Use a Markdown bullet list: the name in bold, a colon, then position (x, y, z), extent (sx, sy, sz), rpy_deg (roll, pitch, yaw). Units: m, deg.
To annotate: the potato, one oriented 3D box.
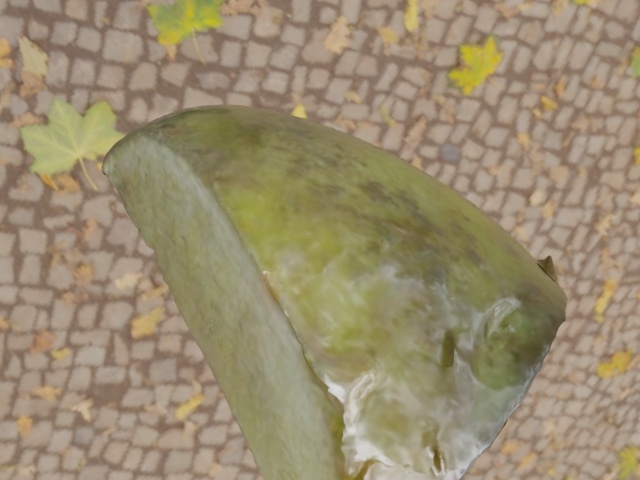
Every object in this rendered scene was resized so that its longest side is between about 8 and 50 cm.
- **potato**: position (-0.006, 0.008, 0.564), extent (0.112, 0.255, 0.269), rpy_deg (-53, 176, 39)
